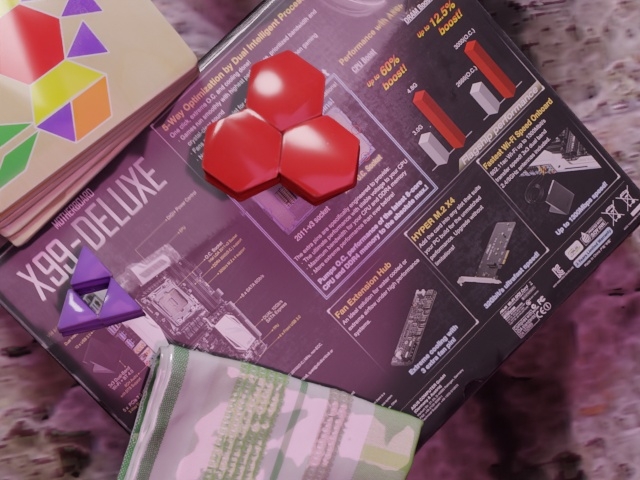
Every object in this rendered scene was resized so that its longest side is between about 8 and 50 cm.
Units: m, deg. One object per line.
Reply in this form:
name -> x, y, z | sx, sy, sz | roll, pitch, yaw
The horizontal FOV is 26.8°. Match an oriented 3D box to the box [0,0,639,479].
box -> 0.000, 0.000, 0.762 | 0.307, 0.076, 0.242 | -45, 102, -7

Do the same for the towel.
towel -> -0.029, 0.127, 0.712 | 0.152, 0.023, 0.113 | 17, 92, -13

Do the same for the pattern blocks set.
pattern blocks set -> -0.162, -0.104, 0.694 | 0.285, 0.026, 0.325 | -30, 80, -7
